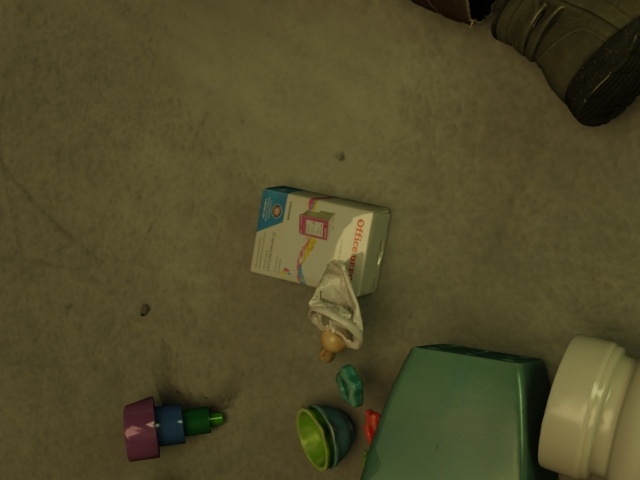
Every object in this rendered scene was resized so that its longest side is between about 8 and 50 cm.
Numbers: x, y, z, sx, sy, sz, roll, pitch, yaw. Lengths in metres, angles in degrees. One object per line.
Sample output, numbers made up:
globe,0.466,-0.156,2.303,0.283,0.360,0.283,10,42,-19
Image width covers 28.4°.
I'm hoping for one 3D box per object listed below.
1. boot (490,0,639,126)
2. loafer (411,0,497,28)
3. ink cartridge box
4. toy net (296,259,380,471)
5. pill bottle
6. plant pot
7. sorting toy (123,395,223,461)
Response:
boot,0.269,-0.233,1.115,0.246,0.083,0.161,-43,56,16
loafer,0.147,-0.311,1.058,0.130,0.366,0.134,39,70,11
ink cartridge box,0.000,0.000,1.267,0.122,0.052,0.088,12,99,20
toy net,0.017,0.133,1.219,0.122,0.045,0.232,41,141,54
pill bottle,0.347,0.178,1.075,0.302,0.169,0.169,16,99,20
plant pot,0.134,0.219,1.176,0.166,0.166,0.234,8,89,22
sorting toy,-0.125,0.342,1.335,0.126,0.127,0.365,-7,88,-7
